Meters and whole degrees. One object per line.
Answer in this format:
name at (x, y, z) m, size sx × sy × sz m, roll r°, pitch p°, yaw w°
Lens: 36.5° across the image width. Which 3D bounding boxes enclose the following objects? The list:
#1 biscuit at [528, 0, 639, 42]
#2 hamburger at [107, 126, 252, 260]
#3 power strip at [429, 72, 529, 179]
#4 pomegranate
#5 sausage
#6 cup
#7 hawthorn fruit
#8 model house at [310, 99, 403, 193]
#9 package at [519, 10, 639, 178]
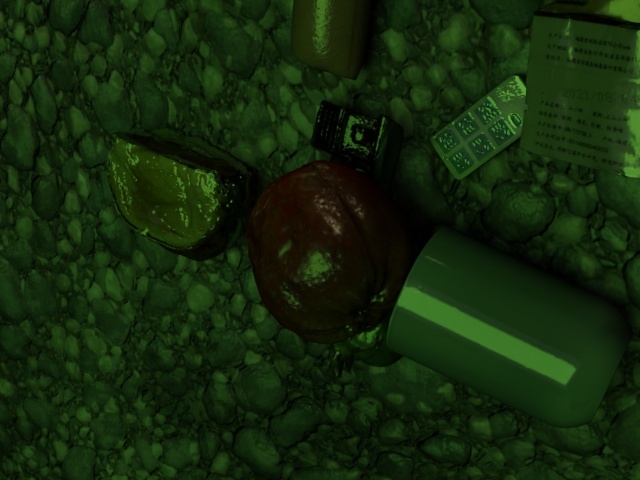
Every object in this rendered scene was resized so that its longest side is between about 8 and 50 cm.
biscuit at (0.439, -0.207, 1.310) m, size 0.216 × 0.047 × 0.339 m, roll -31°, pitch 85°, yaw 35°
hamburger at (-0.251, -0.070, 1.726) m, size 0.309 × 0.132 × 0.211 m, roll 22°, pitch 114°, yaw 26°
power strip at (0.251, -0.168, 1.445) m, size 0.192 × 0.035 × 0.081 m, roll -37°, pitch 83°, yaw 34°
pomegranate at (0.066, 0.144, 1.592) m, size 0.191 × 0.131 × 0.152 m, roll -39°, pitch 72°, yaw 45°
sausage at (0.020, -0.380, 1.477) m, size 0.123 × 0.123 × 0.252 m, roll 17°, pitch 111°, yaw 27°
cup at (0.273, 0.132, 1.405) m, size 0.312 × 0.205 × 0.205 m, roll 26°, pitch 116°, yaw 18°
hawthorn fruit at (0.009, 0.018, 1.431) m, size 0.262 × 0.258 × 0.258 m, roll 49°, pitch 123°, yaw 2°
model house at (0.046, -0.142, 1.537) m, size 0.152 × 0.106 × 0.165 m, roll 22°, pitch 110°, yaw 23°
package at (0.386, -0.193, 1.284) m, size 0.251 × 0.062 × 0.203 m, roll 14°, pitch 110°, yaw 30°
